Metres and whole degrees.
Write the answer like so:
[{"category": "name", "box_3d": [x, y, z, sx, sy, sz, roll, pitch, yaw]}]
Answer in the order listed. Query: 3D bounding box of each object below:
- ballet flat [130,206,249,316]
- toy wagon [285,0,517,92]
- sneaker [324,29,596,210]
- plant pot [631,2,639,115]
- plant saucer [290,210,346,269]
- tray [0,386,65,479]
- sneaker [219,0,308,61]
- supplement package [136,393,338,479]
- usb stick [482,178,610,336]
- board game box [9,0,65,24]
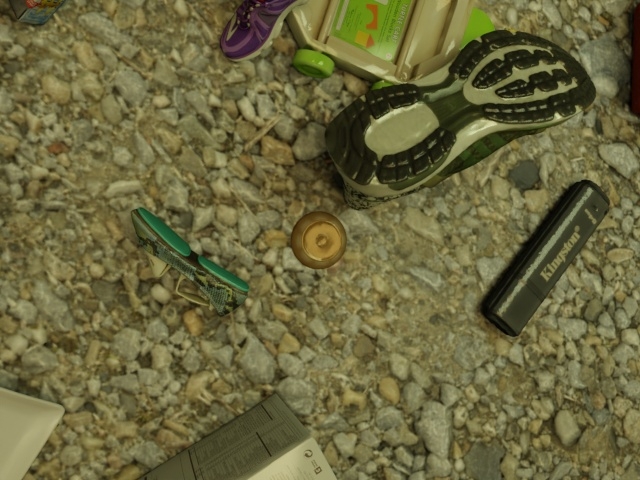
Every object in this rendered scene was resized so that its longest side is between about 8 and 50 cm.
[{"category": "ballet flat", "box_3d": [-0.182, 0.036, 0.856, 0.188, 0.070, 0.070, 39, 81, -11]}, {"category": "toy wagon", "box_3d": [0.116, -0.324, 0.927, 0.345, 0.068, 0.267, 19, 87, -17]}, {"category": "sneaker", "box_3d": [0.185, -0.155, 0.907, 0.411, 0.182, 0.158, -22, 73, -15]}, {"category": "plant pot", "box_3d": [0.632, -0.291, 0.993, 0.236, 0.267, 0.267, 0, 92, -5]}, {"category": "plant saucer", "box_3d": [0.000, 0.000, 0.931, 0.084, 0.015, 0.083, -1, 92, -16]}, {"category": "tray", "box_3d": [-0.440, 0.294, 0.780, 0.145, 0.030, 0.270, 39, 80, -46]}, {"category": "sneaker", "box_3d": [-0.078, -0.302, 0.837, 0.170, 0.071, 0.068, -42, 79, 27]}, {"category": "supplement package", "box_3d": [-0.102, 0.364, 0.818, 0.263, 0.198, 0.199, -30, 100, -14]}, {"category": "usb stick", "box_3d": [0.353, 0.026, 1.020, 0.077, 0.045, 0.278, 41, 80, -13]}, {"category": "board game box", "box_3d": [-0.318, -0.363, 0.770, 0.194, 0.060, 0.194, -6, 102, 11]}]
